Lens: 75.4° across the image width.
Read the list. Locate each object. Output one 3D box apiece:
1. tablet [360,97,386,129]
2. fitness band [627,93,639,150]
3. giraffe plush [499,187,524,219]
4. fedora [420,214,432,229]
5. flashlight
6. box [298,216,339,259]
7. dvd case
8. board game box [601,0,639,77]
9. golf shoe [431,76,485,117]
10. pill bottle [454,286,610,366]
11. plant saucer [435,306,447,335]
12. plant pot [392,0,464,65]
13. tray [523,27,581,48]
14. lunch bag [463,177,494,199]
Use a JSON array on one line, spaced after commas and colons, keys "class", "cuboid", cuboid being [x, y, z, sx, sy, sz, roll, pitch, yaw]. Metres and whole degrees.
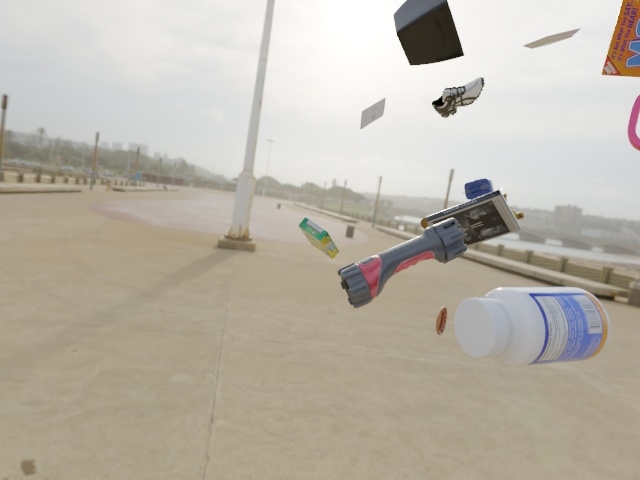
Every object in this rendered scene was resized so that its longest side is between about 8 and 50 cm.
[{"class": "tablet", "cuboid": [0.127, -0.307, 1.003, 0.083, 0.054, 0.006, -36, 61, -24]}, {"class": "fitness band", "cuboid": [1.317, -0.473, 1.594, 0.208, 0.291, 0.054, 12, -9, 39]}, {"class": "giraffe plush", "cuboid": [0.921, -0.134, 2.110, 0.170, 0.210, 0.181, 43, 4, -4]}, {"class": "fedora", "cuboid": [0.549, -0.043, 1.909, 0.194, 0.079, 0.194, 14, -25, 7]}, {"class": "flashlight", "cuboid": [0.196, 0.058, 0.978, 0.303, 0.103, 0.103, -21, -26, -7]}, {"class": "box", "cuboid": [0.000, 0.000, 1.382, 0.105, 0.043, 0.179, 35, -12, 27]}, {"class": "dvd case", "cuboid": [0.487, -0.055, 1.326, 0.238, 0.030, 0.179, -22, -50, 32]}, {"class": "board game box", "cuboid": [1.394, -0.855, 1.647, 0.356, 0.357, 0.356, 19, 35, 32]}, {"class": "golf shoe", "cuboid": [0.482, -0.511, 1.463, 0.093, 0.077, 0.198, 18, -33, -30]}, {"class": "pill bottle", "cuboid": [0.409, 0.167, 0.816, 0.271, 0.153, 0.152, 2, 7, -20]}, {"class": "plant saucer", "cuboid": [0.348, 0.231, 1.195, 0.013, 0.084, 0.083, 8, 4, 30]}, {"class": "plant pot", "cuboid": [0.328, -0.665, 1.292, 0.166, 0.188, 0.187, -17, -39, 25]}, {"class": "tray", "cuboid": [1.070, -0.934, 1.930, 0.145, 0.030, 0.270, -11, 16, 6]}, {"class": "lunch bag", "cuboid": [0.554, -0.180, 1.459, 0.098, 0.067, 0.065, -14, -8, 34]}]
